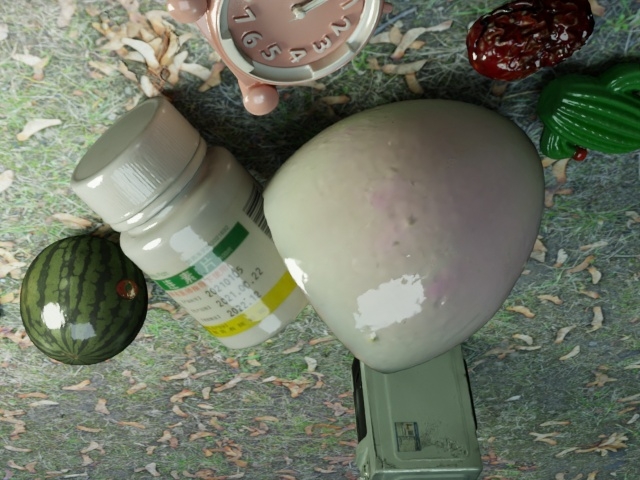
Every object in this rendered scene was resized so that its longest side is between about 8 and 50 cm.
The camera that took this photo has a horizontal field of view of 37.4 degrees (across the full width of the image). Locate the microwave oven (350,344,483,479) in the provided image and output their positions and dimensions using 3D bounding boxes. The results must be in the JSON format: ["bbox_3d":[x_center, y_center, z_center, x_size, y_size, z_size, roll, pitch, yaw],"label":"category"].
[{"bbox_3d":[0.180,0.355,1.869,0.237,0.295,0.181,1,143,-8],"label":"microwave oven"}]

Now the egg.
[{"bbox_3d":[0.147,-0.038,1.304,0.340,0.354,0.354,-34,136,16],"label":"egg"}]

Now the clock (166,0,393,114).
[{"bbox_3d":[-0.037,-0.301,1.110,0.241,0.142,0.227,-27,139,13],"label":"clock"}]

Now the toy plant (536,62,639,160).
[{"bbox_3d":[0.422,-0.183,1.350,0.240,0.088,0.155,-6,129,-10],"label":"toy plant"}]

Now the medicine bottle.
[{"bbox_3d":[-0.172,-0.023,1.341,0.208,0.208,0.340,-29,119,29],"label":"medicine bottle"}]

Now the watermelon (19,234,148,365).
[{"bbox_3d":[-0.381,0.094,1.529,0.212,0.212,0.212,-3,143,-2],"label":"watermelon"}]

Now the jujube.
[{"bbox_3d":[0.270,-0.259,1.218,0.166,0.104,0.104,-10,143,4],"label":"jujube"}]
